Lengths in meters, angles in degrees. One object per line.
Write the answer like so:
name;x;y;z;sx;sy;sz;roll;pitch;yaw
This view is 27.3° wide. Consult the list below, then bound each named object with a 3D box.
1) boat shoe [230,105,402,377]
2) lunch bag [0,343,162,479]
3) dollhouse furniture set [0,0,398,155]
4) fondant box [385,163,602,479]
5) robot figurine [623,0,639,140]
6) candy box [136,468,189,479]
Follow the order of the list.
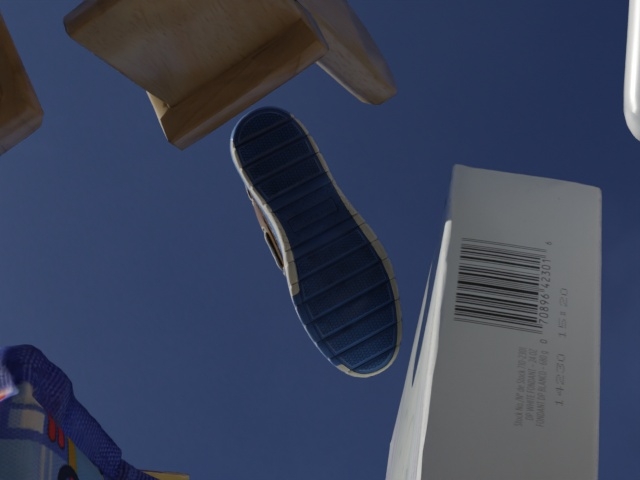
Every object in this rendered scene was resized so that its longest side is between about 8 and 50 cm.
boat shoe;0.000;0.000;0.849;0.066;0.066;0.183;-23;-90;-4
lunch bag;-0.171;0.185;0.353;0.293;0.221;0.138;-17;-40;19
dollhouse furniture set;-0.192;-0.076;0.482;0.356;0.303;0.174;-33;-25;13
fondant box;0.094;0.151;0.829;0.096;0.238;0.330;9;-40;3
robot figurine;0.307;-0.086;0.524;0.300;0.354;0.199;-11;-76;-63
candy box;-0.123;0.191;0.581;0.109;0.053;0.186;10;-109;-13
